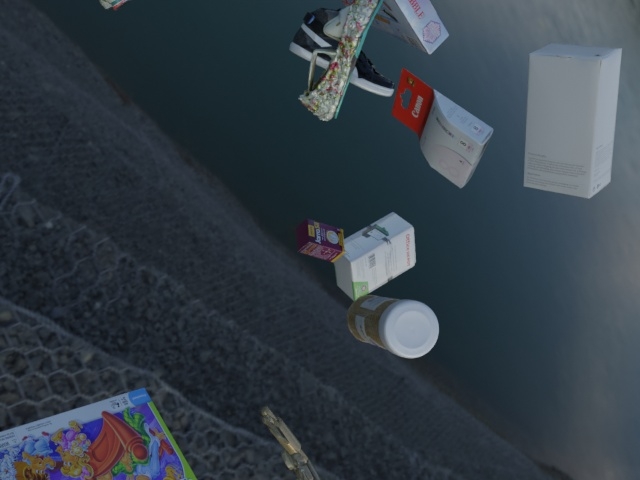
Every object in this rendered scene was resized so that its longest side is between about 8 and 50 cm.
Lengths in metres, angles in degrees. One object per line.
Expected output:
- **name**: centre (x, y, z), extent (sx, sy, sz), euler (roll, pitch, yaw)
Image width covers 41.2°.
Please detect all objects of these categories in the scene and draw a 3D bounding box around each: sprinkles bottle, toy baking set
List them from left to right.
- **toy baking set**: centre (-0.038, 0.418, 1.542), extent (0.256, 0.030, 0.197), euler (58, 2, -36)
- **sprinkles bottle**: centre (0.156, 0.188, 1.926), extent (0.121, 0.121, 0.355), euler (64, -11, -4)

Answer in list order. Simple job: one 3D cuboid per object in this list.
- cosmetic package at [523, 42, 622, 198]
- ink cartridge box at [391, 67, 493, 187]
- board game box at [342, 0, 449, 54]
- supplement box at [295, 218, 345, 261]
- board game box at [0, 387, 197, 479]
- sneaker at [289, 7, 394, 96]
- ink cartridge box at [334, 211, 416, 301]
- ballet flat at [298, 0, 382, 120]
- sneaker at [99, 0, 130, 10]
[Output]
- **cosmetic package**: centre (0.651, -0.314, 2.212), extent (0.155, 0.197, 0.365), euler (-28, 125, -45)
- **ink cartridge box**: centre (0.241, -0.235, 1.815), extent (0.232, 0.189, 0.066), euler (34, 68, 11)
- **board game box**: centre (0.090, -0.559, 1.768), extent (0.318, 0.066, 0.319), euler (47, -3, -41)
- **supplement box**: centre (0.000, 0.000, 1.589), extent (0.083, 0.043, 0.055), euler (16, 53, -31)
- **board game box**: centre (-0.383, 0.394, 1.373), extent (0.347, 0.078, 0.233), euler (-11, 58, -49)
- **sneaker**: centre (0.059, -0.366, 1.604), extent (0.217, 0.121, 0.079), euler (26, 15, 0)
- **ink cartridge box**: centre (0.151, 0.043, 2.372), extent (0.219, 0.092, 0.160), euler (-29, 136, -22)
- **ballet flat**: centre (0.029, -0.309, 1.388), extent (0.077, 0.241, 0.091), euler (21, 23, -4)
- **sneaker**: centre (-0.463, -0.551, 1.870), extent (0.075, 0.057, 0.161), euler (58, -10, -28)
